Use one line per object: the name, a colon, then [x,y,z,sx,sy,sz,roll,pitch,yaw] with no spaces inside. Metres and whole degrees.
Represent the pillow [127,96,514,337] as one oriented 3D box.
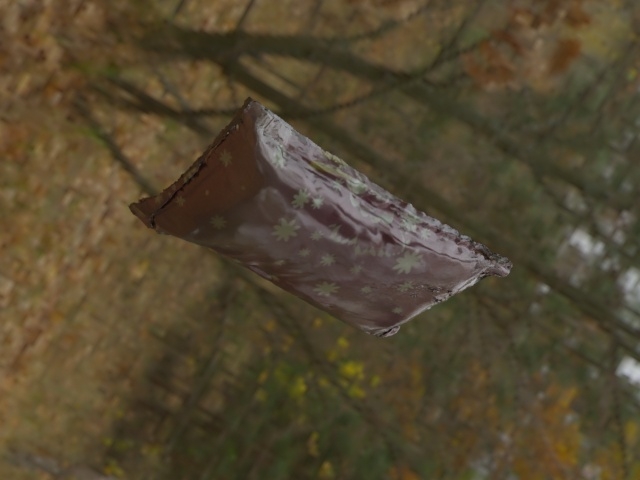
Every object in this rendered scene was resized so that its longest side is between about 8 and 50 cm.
pillow: [0.000,0.000,0.819,0.118,0.185,0.043,-31,-139,42]
